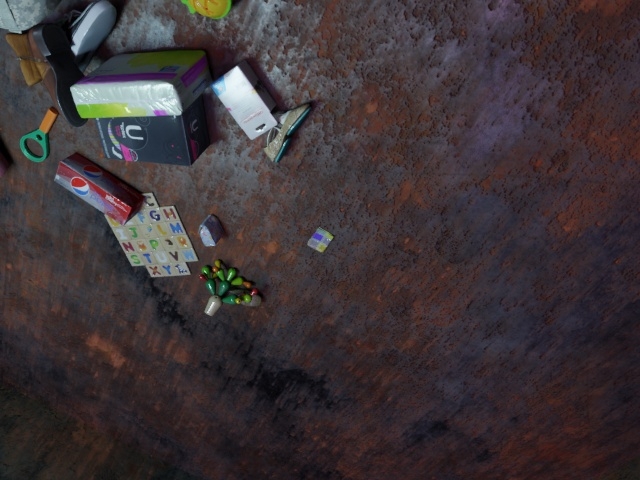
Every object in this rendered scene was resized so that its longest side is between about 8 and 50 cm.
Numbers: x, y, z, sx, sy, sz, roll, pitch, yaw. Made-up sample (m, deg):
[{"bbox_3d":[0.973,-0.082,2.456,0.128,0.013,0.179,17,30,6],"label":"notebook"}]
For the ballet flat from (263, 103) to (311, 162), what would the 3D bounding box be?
[{"bbox_3d":[-0.100,-0.306,1.403,0.067,0.073,0.206,40,123,4],"label":"ballet flat"}]

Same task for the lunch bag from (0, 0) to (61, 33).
[{"bbox_3d":[-0.702,-0.660,1.130,0.213,0.255,0.305,2,152,-7],"label":"lunch bag"}]

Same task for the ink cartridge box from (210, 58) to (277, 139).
[{"bbox_3d":[-0.196,-0.378,1.379,0.104,0.061,0.181,-23,115,29],"label":"ink cartridge box"}]

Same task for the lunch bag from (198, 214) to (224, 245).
[{"bbox_3d":[-0.361,-0.035,1.666,0.053,0.071,0.083,-1,126,21],"label":"lunch bag"}]

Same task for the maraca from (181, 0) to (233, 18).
[{"bbox_3d":[-0.283,-0.601,1.228,0.186,0.099,0.127,19,136,34],"label":"maraca"}]

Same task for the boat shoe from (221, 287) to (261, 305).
[{"bbox_3d":[-0.285,0.199,1.833,0.153,0.048,0.056,6,103,4],"label":"boat shoe"}]

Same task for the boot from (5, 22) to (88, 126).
[{"bbox_3d":[-0.750,-0.437,1.380,0.281,0.096,0.264,9,127,40],"label":"boot"}]

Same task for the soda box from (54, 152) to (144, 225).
[{"bbox_3d":[-0.716,-0.168,1.655,0.263,0.083,0.092,34,124,-6],"label":"soda box"}]

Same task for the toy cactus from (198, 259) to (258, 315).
[{"bbox_3d":[-0.341,0.179,1.763,0.219,0.112,0.180,30,88,5],"label":"toy cactus"}]

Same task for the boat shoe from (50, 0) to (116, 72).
[{"bbox_3d":[-0.649,-0.551,1.357,0.105,0.113,0.306,50,138,-13],"label":"boat shoe"}]

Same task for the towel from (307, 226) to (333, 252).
[{"bbox_3d":[0.000,0.000,1.626,0.060,0.009,0.083,31,127,-6],"label":"towel"}]

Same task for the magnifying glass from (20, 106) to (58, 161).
[{"bbox_3d":[-0.894,-0.339,1.631,0.092,0.026,0.231,41,127,-14],"label":"magnifying glass"}]

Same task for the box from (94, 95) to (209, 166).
[{"bbox_3d":[-0.476,-0.322,1.447,0.271,0.143,0.165,6,126,11],"label":"box"}]

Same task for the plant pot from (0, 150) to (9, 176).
[{"bbox_3d":[-1.132,-0.278,1.647,0.202,0.201,0.180,-7,139,20],"label":"plant pot"}]

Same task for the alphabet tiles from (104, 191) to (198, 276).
[{"bbox_3d":[-0.591,-0.011,1.785,0.285,0.011,0.342,-4,123,19],"label":"alphabet tiles"}]

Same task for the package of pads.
[{"bbox_3d":[-0.455,-0.411,1.326,0.297,0.229,0.101,3,130,13],"label":"package of pads"}]
